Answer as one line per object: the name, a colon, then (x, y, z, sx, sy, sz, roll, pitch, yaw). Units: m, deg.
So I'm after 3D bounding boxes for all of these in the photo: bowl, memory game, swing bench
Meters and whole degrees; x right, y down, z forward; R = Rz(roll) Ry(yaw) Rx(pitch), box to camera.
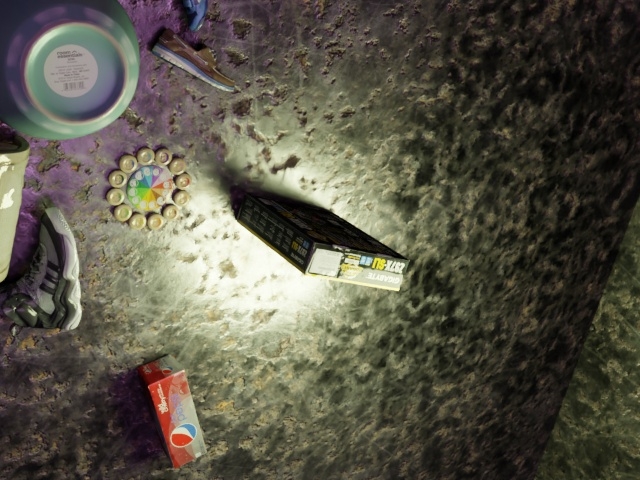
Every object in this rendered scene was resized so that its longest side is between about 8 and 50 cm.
bowl: (-0.447, -0.308, 1.342, 0.312, 0.163, 0.311, -14, 119, -27)
memory game: (-0.354, -0.106, 1.590, 0.186, 0.012, 0.186, -14, 118, -27)
swing bench: (-0.648, -0.059, 1.332, 0.255, 0.165, 0.253, 5, 109, -34)

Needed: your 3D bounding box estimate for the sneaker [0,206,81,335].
sneaker: (-0.557, 0.070, 1.488, 0.153, 0.101, 0.268, -12, 121, -30)

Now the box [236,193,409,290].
box: (0.000, 0.000, 1.667, 0.257, 0.322, 0.079, 9, 106, -36)

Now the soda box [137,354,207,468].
soda box: (-0.347, 0.402, 1.791, 0.092, 0.083, 0.263, -22, 121, -23)

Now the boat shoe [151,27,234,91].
boat shoe: (-0.238, -0.356, 1.510, 0.183, 0.066, 0.066, 24, 97, -37)

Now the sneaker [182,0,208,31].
sneaker: (-0.248, -0.474, 1.458, 0.059, 0.053, 0.144, -4, 105, -32)
